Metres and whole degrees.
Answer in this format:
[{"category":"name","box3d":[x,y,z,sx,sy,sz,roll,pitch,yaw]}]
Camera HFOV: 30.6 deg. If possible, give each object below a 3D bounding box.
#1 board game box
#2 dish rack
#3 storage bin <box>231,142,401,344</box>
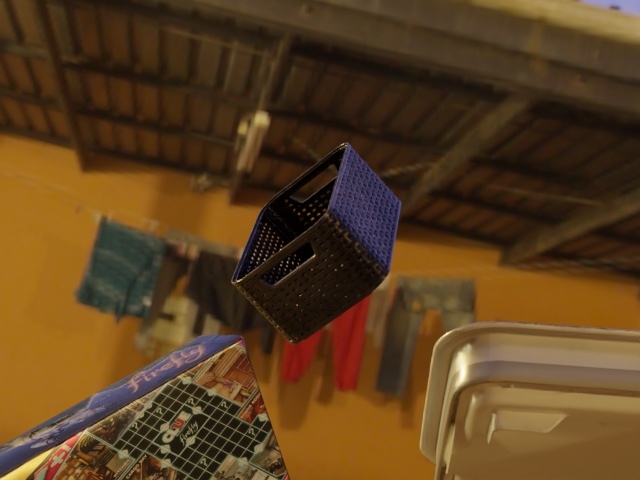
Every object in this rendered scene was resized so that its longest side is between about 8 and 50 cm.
[{"category":"board game box","box3d":[-0.118,0.176,0.641,0.243,0.165,0.042,-27,17,-39]},{"category":"dish rack","box3d":[0.248,0.166,0.924,0.332,0.072,0.286,4,-32,4]},{"category":"storage bin","box3d":[0.000,0.000,1.106,0.122,0.180,0.084,-37,-74,23]}]
